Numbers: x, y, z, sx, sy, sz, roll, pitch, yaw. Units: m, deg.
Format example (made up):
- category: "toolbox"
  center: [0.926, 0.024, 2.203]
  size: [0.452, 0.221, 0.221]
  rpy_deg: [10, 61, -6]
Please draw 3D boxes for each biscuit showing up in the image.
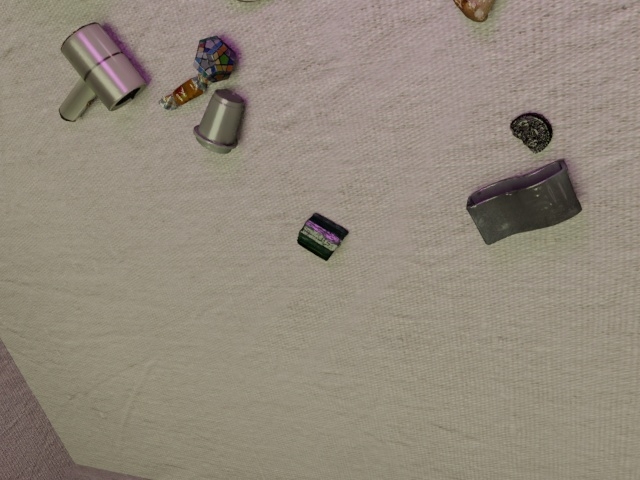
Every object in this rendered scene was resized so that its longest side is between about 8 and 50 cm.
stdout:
- category: "biscuit"
  center: [0.449, -0.229, 1.261]
  size: [0.087, 0.027, 0.089]
  rpy_deg: [2, 120, 25]

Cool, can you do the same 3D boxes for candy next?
- category: "candy"
  center: [-0.347, -0.391, 1.545]
  size: [0.182, 0.046, 0.053]
  rpy_deg: [-22, 105, 29]

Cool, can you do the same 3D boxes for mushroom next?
- category: "mushroom"
  center: [0.328, -0.523, 1.116]
  size: [0.084, 0.071, 0.209]
  rpy_deg: [52, 132, 31]

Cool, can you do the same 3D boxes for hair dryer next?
- category: "hair dryer"
  center: [-0.647, -0.419, 1.642]
  size: [0.362, 0.128, 0.203]
  rpy_deg: [-27, 107, 44]

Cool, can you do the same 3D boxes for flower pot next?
- category: "flower pot"
  center: [0.448, -0.082, 1.306]
  size: [0.229, 0.103, 0.108]
  rpy_deg: [-19, 110, 33]

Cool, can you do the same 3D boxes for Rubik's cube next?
- category: "Rubik's cube"
  center: [-0.257, -0.441, 1.439]
  size: [0.111, 0.093, 0.111]
  rpy_deg: [11, 124, 17]

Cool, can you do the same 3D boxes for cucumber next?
- category: "cucumber"
  center: [0.000, 0.000, 1.608]
  size: [0.115, 0.062, 0.116]
  rpy_deg: [32, 127, 10]

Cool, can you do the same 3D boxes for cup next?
- category: "cup"
  center: [-0.252, -0.306, 1.512]
  size: [0.120, 0.120, 0.141]
  rpy_deg: [31, 119, 6]

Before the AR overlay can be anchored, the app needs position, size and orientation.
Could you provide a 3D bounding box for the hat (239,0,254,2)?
- category: "hat"
  center: [-0.157, -0.659, 1.239]
  size: [0.301, 0.168, 0.258]
  rpy_deg: [41, 157, -32]
